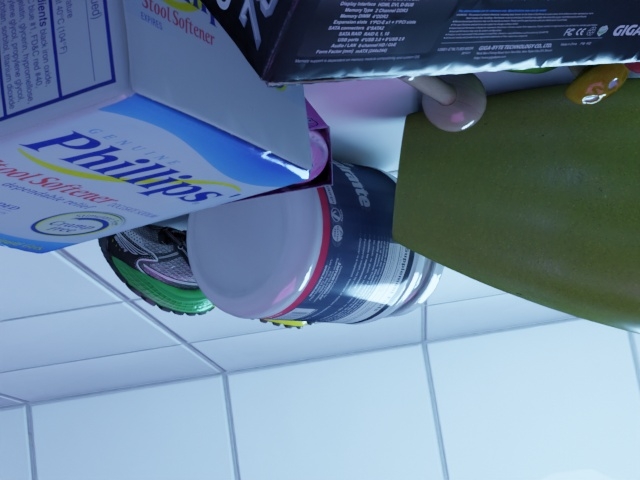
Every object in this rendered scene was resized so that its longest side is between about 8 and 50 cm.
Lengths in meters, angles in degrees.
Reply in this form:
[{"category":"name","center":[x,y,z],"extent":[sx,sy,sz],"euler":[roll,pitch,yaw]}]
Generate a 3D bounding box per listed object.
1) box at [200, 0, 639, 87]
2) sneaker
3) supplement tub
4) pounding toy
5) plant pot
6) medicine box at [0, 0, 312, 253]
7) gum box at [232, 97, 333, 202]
[{"category":"box","center":[0.124,-0.207,0.538],"extent":[0.295,0.073,0.293],"euler":[-10,140,-37]},{"category":"sneaker","center":[-0.127,0.010,1.562],"extent":[0.343,0.134,0.146],"euler":[9,123,-33]},{"category":"supplement tub","center":[0.000,0.000,1.382],"extent":[0.191,0.191,0.272],"euler":[-19,163,38]},{"category":"pounding toy","center":[0.187,-0.144,0.901],"extent":[0.237,0.110,0.183],"euler":[-35,173,10]},{"category":"plant pot","center":[0.228,-0.049,1.258],"extent":[0.293,0.275,0.275],"euler":[6,168,6]},{"category":"medicine box","center":[-0.196,-0.106,0.922],"extent":[0.289,0.149,0.263],"euler":[-14,165,24]},{"category":"gum box","center":[-0.093,-0.083,1.123],"extent":[0.188,0.062,0.107],"euler":[-11,-153,-11]}]
